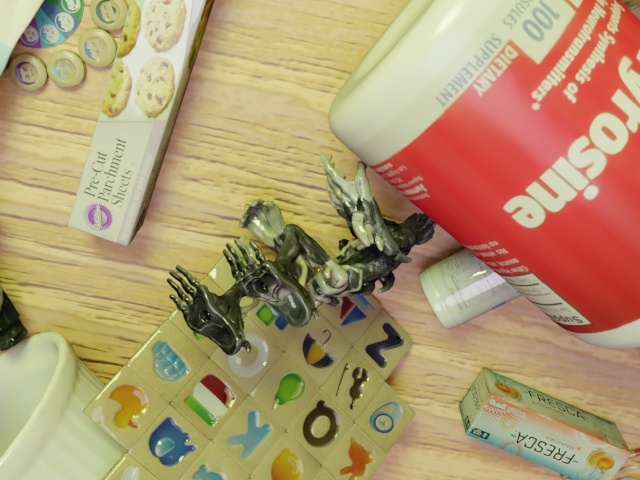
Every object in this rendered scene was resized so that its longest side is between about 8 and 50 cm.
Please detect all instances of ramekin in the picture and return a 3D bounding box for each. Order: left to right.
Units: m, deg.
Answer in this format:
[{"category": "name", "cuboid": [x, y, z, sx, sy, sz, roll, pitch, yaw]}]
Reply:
[{"category": "ramekin", "cuboid": [-0.317, 0.240, 0.778, 0.277, 0.277, 0.135, -34, 116, 14]}]

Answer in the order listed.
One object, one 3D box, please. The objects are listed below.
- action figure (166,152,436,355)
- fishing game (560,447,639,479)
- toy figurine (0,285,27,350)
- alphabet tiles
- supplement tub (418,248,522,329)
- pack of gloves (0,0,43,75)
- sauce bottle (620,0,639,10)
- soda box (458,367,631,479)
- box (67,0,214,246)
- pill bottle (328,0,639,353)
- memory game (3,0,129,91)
[{"category": "action figure", "cuboid": [0.000, 0.000, 0.699, 0.164, 0.276, 0.141, -33, 83, 36]}, {"category": "fishing game", "cuboid": [0.397, 0.374, 0.947, 0.189, 0.041, 0.264, -20, 109, 10]}, {"category": "toy figurine", "cuboid": [-0.419, 0.102, 0.747, 0.213, 0.209, 0.148, -17, 122, 8]}, {"category": "alphabet tiles", "cuboid": [-0.056, 0.175, 0.773, 0.285, 0.011, 0.342, 47, 69, -17]}, {"category": "supplement tub", "cuboid": [0.164, 0.040, 0.790, 0.107, 0.071, 0.071, -28, 110, 13]}, {"category": "pack of gloves", "cuboid": [-0.371, -0.198, 0.668, 0.195, 0.046, 0.232, 29, 92, -24]}, {"category": "sauce bottle", "cuboid": [0.186, -0.350, 0.603, 0.111, 0.111, 0.344, -31, 109, 13]}, {"category": "soda box", "cuboid": [0.254, 0.215, 0.870, 0.183, 0.058, 0.063, 24, 111, -9]}, {"category": "box", "cuboid": [-0.159, -0.151, 0.716, 0.067, 0.063, 0.324, 21, 112, -7]}, {"category": "pill bottle", "cuboid": [0.226, -0.057, 0.652, 0.408, 0.229, 0.229, 38, 108, -11]}, {"category": "memory game", "cuboid": [-0.271, -0.230, 0.712, 0.186, 0.012, 0.186, 0, 113, 0]}]
